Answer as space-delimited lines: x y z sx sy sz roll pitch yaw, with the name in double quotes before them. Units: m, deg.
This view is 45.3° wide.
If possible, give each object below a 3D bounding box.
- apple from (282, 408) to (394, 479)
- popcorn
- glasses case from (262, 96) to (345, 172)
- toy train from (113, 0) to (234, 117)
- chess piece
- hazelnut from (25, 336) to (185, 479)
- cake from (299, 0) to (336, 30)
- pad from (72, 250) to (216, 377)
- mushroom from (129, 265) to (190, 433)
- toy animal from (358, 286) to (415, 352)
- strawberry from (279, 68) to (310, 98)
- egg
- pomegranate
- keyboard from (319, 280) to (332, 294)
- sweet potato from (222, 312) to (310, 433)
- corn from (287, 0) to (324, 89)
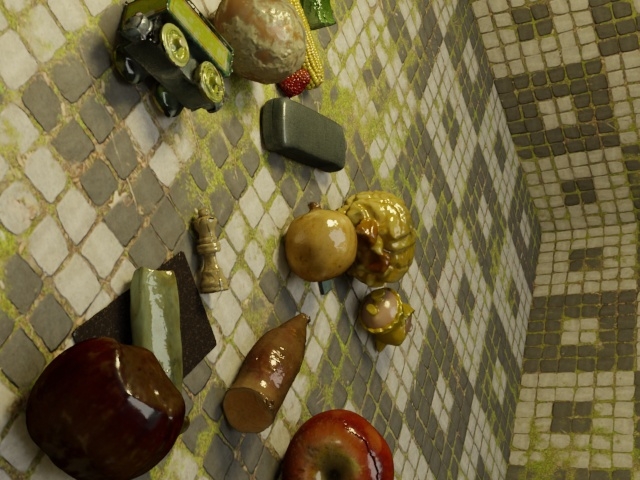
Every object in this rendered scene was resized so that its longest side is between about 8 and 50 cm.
"apple" 0.044 0.520 1.730 0.206 0.252 0.271 35 36 -73
"popcorn" 0.159 -0.007 2.099 0.332 0.225 0.264 -14 91 -73
"glasses case" -0.035 -0.262 1.936 0.323 0.074 0.131 13 72 -60
"toy train" -0.278 -0.352 1.460 0.261 0.134 0.177 44 39 -50
"chess piece" -0.224 0.020 1.547 0.060 0.060 0.172 -8 90 -62
"hazelnut" -0.330 0.261 1.181 0.234 0.218 0.218 48 41 -19
"cake" -0.046 -0.658 1.977 0.099 0.100 0.235 -43 122 -57
"pad" -0.308 0.180 1.410 0.330 0.004 0.220 -44 122 -56
"mushroom" -0.289 0.204 1.357 0.100 0.081 0.312 13 68 -63
"toy animal" 0.183 0.217 2.176 0.229 0.156 0.156 60 35 -54
"strawberry" -0.064 -0.395 1.909 0.073 0.083 0.073 25 58 -48
"egg" -0.133 -0.448 1.681 0.233 0.195 0.194 37 51 -34
"pomegranate" 0.000 0.000 1.850 0.196 0.196 0.196 21 65 -58
"keyboard" 0.000 0.050 1.992 0.055 0.014 0.176 -29 110 -60
"sweet potato" -0.097 0.254 1.658 0.131 0.131 0.336 65 32 -29
"corn" -0.054 -0.500 1.949 0.081 0.081 0.248 -59 135 -49
